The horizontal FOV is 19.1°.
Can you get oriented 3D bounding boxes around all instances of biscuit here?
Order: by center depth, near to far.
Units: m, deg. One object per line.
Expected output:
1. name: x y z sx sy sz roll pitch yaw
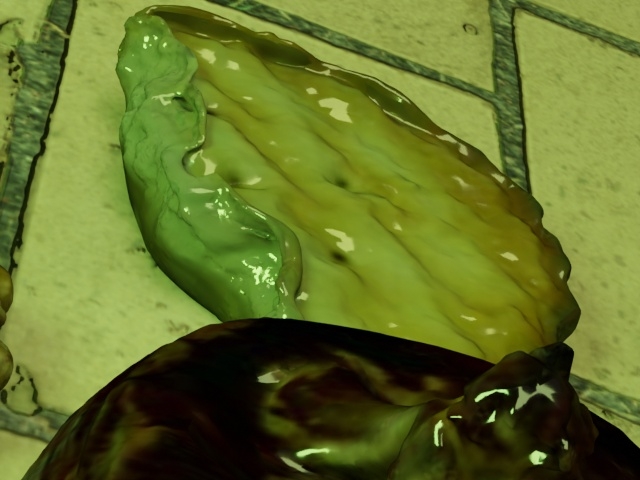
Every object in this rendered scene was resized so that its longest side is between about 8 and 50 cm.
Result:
1. biscuit: 0.000 0.000 1.110 0.329 0.078 0.335 28 33 -4

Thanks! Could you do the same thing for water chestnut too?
1. water chestnut: 0.034 0.161 0.690 0.350 0.302 0.350 18 29 -10

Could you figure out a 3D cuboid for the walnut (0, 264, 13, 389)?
1. walnut: -0.231 0.035 0.898 0.170 0.069 0.143 17 32 -17
